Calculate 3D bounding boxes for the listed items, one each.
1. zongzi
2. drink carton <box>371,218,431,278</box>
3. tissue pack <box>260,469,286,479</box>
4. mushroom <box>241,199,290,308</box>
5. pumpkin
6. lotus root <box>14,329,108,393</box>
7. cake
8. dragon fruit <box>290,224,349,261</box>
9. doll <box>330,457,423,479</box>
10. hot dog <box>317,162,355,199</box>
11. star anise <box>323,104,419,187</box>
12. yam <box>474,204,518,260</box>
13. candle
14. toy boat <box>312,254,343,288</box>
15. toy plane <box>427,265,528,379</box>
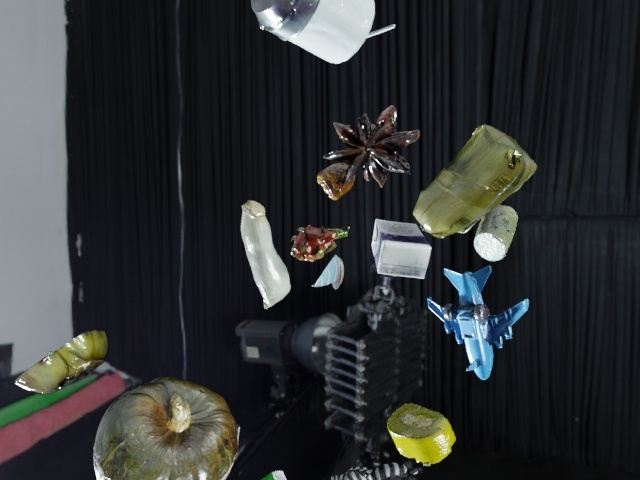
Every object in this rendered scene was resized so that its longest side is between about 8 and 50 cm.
[{"bbox_3d":[0.347,-0.104,0.887,0.274,0.251,0.125,4,-135,-51],"label":"zongzi"},{"bbox_3d":[0.230,0.016,1.188,0.134,0.102,0.222,5,-159,0],"label":"drink carton"},{"bbox_3d":[-0.162,0.745,1.076,0.209,0.148,0.156,-34,149,-5],"label":"tissue pack"},{"bbox_3d":[-0.168,0.049,1.191,0.109,0.351,0.097,14,-143,45],"label":"mushroom"},{"bbox_3d":[-0.275,0.360,0.739,0.260,0.189,0.260,23,-166,-6],"label":"pumpkin"},{"bbox_3d":[-0.575,0.291,0.933,0.183,0.078,0.203,-40,175,-8],"label":"lotus root"},{"bbox_3d":[0.399,0.776,1.615,0.179,0.156,0.260,-33,-170,-29],"label":"cake"},{"bbox_3d":[-0.002,-0.002,1.494,0.235,0.135,0.137,-19,180,11],"label":"dragon fruit"},{"bbox_3d":[0.131,0.560,0.935,0.219,0.067,0.091,-12,-173,2],"label":"doll"},{"bbox_3d":[0.047,-0.179,1.202,0.065,0.099,0.147,-33,-171,41],"label":"hot dog"},{"bbox_3d":[0.140,-0.252,1.115,0.282,0.213,0.129,-13,-178,23],"label":"star anise"},{"bbox_3d":[0.550,-0.026,1.269,0.107,0.107,0.194,4,-144,34],"label":"yam"},{"bbox_3d":[0.006,-0.607,1.073,0.342,0.221,0.221,10,177,-41],"label":"candle"},{"bbox_3d":[0.022,0.088,1.057,0.034,0.096,0.122,6,-172,29],"label":"toy boat"},{"bbox_3d":[0.365,0.197,0.957,0.105,0.271,0.254,0,174,-40],"label":"toy plane"}]
